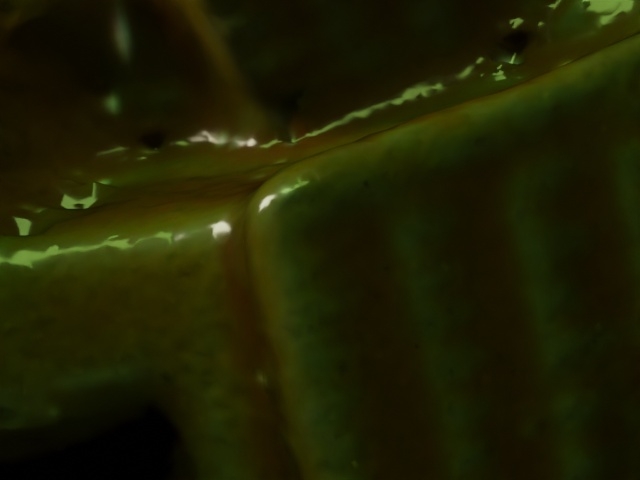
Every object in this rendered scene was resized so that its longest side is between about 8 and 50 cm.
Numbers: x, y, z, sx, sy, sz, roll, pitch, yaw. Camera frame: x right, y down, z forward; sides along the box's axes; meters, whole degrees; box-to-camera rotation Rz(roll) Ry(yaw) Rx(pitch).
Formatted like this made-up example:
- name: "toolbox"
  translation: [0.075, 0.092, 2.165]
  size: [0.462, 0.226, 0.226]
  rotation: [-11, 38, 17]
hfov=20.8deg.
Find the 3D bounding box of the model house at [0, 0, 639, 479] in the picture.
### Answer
- name: "model house"
  translation: [-0.004, -0.010, 0.438]
  size: [0.239, 0.268, 0.173]
  rotation: [-12, 0, 18]
